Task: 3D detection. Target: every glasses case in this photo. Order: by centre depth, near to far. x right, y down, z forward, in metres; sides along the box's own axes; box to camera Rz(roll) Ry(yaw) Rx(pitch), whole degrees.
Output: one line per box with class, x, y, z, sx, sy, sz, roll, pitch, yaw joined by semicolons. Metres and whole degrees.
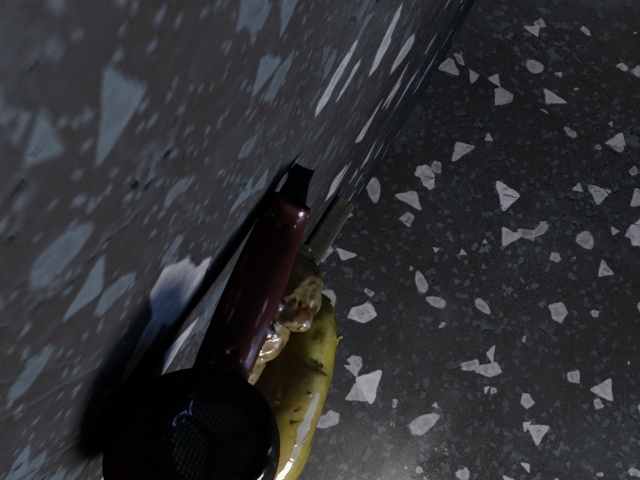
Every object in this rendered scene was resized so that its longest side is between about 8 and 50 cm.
glasses case;0.000;0.000;1.233;0.205;0.047;0.071;-58;-179;-26

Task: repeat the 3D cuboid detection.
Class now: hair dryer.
hair dryer;-0.083;0.085;0.527;0.312;0.123;0.340;-42;-155;63

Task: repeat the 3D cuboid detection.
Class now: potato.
potato;-0.076;0.196;0.767;0.141;0.191;0.296;39;74;-45

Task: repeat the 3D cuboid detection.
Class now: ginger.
ginger;-0.069;0.094;0.645;0.204;0.080;0.104;-51;-141;32
